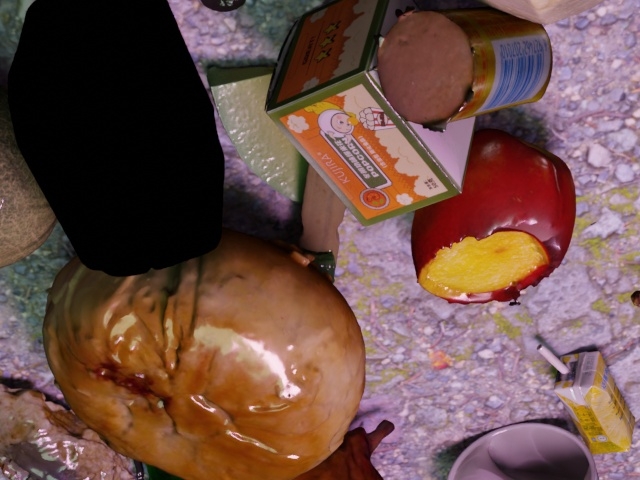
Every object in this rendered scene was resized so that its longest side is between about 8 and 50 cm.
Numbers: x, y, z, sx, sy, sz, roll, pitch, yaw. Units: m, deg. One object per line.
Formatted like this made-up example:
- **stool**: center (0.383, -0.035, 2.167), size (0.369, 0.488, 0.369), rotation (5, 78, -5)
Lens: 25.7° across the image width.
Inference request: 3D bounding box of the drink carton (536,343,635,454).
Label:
- **drink carton**: center (0.368, 0.207, 1.931), size (0.074, 0.084, 0.200), rotation (-8, 131, 32)

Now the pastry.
- **pastry**: center (-0.138, 0.131, 1.723), size (0.409, 0.245, 0.410), rotation (10, 138, 9)

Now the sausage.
- **sausage**: center (0.175, -0.199, 1.521), size (0.125, 0.317, 0.117), rotation (50, 119, 12)

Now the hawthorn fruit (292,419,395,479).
- **hawthorn fruit**: center (-0.025, 0.423, 1.938), size (0.308, 0.308, 0.325), rotation (21, 131, -18)

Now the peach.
- **peach**: center (0.203, -0.015, 1.676), size (0.196, 0.190, 0.226), rotation (29, 103, 22)

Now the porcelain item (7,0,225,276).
- **porcelain item**: center (-0.219, -0.124, 1.525), size (0.157, 0.286, 0.281), rotation (-15, 127, 8)

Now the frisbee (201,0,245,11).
- **frisbee**: center (-0.118, -0.357, 1.527), size (0.187, 0.012, 0.211), rotation (24, 122, -19)

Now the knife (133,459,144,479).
- **knife**: center (-0.257, 0.355, 2.036), size (0.010, 0.023, 0.170), rotation (-2, 129, 7)

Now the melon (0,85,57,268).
- **melon**: center (-0.437, -0.081, 1.576), size (0.301, 0.237, 0.237), rotation (13, 124, -13)

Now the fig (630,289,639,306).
- **fig**: center (0.554, 0.108, 1.834), size (0.249, 0.186, 0.204), rotation (42, 97, 17)

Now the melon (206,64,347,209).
- **melon**: center (-0.043, -0.124, 1.697), size (0.114, 0.053, 0.262), rotation (-37, 126, 0)

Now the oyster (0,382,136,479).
- **oyster**: center (-0.354, 0.324, 1.953), size (0.166, 0.110, 0.341), rotation (-20, 121, 9)

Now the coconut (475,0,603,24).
- **coconut**: center (0.226, -0.336, 1.439), size (0.237, 0.237, 0.197), rotation (-30, 120, 18)

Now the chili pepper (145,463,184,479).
- **chili pepper**: center (-0.210, 0.359, 2.019), size (0.108, 0.062, 0.216), rotation (-16, 124, 8)

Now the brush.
- **brush**: center (0.000, 0.000, 1.747), size (0.054, 0.048, 0.282), rotation (1, 136, -7)

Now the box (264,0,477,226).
- **box**: center (0.062, -0.153, 1.571), size (0.148, 0.177, 0.195), rotation (-18, 129, 33)

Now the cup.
- **cup**: center (0.322, 0.445, 2.025), size (0.212, 0.212, 0.317), rotation (-16, 127, 8)
